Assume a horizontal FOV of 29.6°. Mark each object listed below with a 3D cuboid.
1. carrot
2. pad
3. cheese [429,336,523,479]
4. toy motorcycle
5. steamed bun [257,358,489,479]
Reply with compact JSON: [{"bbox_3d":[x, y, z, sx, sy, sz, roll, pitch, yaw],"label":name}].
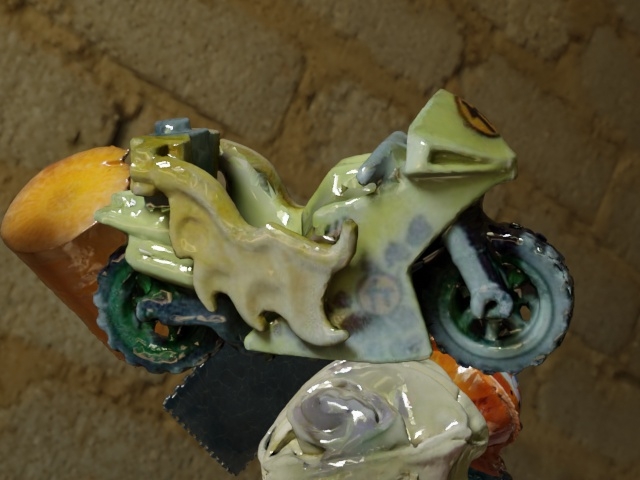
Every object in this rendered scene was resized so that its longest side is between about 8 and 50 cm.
[{"bbox_3d":[-0.273,0.028,1.608,0.196,0.196,0.254,16,-34,46],"label":"carrot"},{"bbox_3d":[-0.102,0.222,1.913,0.012,0.269,0.269,32,-15,38],"label":"pad"},{"bbox_3d":[0.231,0.278,1.907,0.217,0.129,0.329,19,-40,40],"label":"cheese"},{"bbox_3d":[0.000,0.000,1.010,0.410,0.236,0.169,-3,10,13],"label":"toy motorcycle"},{"bbox_3d":[0.059,0.255,1.581,0.268,0.280,0.207,21,-28,25],"label":"steamed bun"}]
